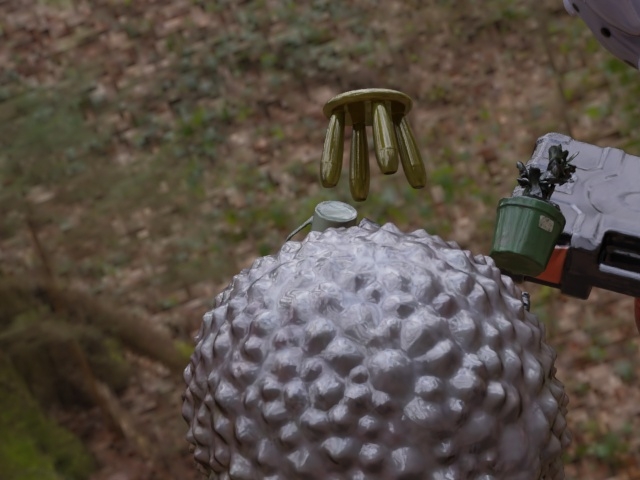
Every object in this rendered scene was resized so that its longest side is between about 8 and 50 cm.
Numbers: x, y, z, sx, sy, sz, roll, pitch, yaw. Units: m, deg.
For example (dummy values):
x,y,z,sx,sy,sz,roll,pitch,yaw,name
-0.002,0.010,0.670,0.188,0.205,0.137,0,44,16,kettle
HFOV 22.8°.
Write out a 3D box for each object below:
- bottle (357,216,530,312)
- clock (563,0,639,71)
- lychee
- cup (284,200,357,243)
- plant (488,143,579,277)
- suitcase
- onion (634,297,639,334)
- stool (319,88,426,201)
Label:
x,y,z,sx,sy,sz,roll,pitch,yaw,name
0.147,0.054,2.000,0.082,0.244,0.072,-60,-8,-45,bottle
0.438,-0.241,1.957,0.189,0.254,0.189,-32,-2,-1,clock
0.020,0.066,0.695,0.165,0.165,0.197,-20,47,-3,lychee
0.004,-0.001,1.771,0.075,0.083,0.054,28,34,31,cup
0.152,-0.027,1.122,0.051,0.051,0.102,-9,54,52,plant
0.313,-0.003,1.445,0.285,0.066,0.206,15,33,12,suitcase
0.569,0.079,2.345,0.248,0.248,0.161,-20,47,2,onion
0.061,-0.116,1.927,0.135,0.110,0.134,-1,-16,-18,stool
